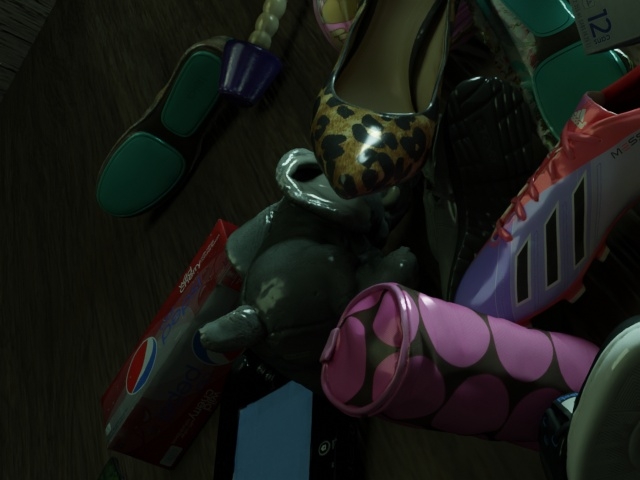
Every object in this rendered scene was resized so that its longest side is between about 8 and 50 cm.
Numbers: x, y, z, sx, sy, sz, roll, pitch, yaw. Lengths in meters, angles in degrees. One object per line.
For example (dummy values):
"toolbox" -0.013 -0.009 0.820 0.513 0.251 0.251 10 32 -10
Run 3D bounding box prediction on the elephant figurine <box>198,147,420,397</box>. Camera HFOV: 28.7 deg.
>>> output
"elephant figurine" 0.000 0.000 1.063 0.169 0.186 0.239 -24 51 15

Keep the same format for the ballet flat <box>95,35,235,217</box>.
"ballet flat" -0.194 -0.154 1.698 0.316 0.107 0.106 -46 10 30

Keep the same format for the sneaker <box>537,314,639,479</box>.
"sneaker" 0.154 0.104 0.681 0.121 0.079 0.217 -112 10 -54

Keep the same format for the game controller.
"game controller" -0.034 0.207 1.078 0.166 0.067 0.319 -41 34 40

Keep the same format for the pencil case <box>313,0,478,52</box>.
"pencil case" 0.153 -0.286 1.074 0.386 0.160 0.167 -36 6 45

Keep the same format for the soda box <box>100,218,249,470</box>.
"soda box" -0.133 0.113 1.334 0.263 0.083 0.092 -54 28 19

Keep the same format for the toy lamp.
"toy lamp" -0.054 -0.298 1.572 0.080 0.080 0.275 4 68 63

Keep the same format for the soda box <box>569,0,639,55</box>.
"soda box" 0.199 -0.279 0.853 0.091 0.098 0.286 -16 92 46

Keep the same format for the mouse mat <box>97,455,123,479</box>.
"mouse mat" -0.260 0.353 1.446 0.153 0.007 0.190 -60 25 9

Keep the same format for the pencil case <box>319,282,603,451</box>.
"pencil case" 0.096 0.086 0.777 0.098 0.209 0.095 17 87 54

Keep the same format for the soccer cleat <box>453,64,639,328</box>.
"soccer cleat" 0.171 -0.040 0.822 0.248 0.095 0.083 -42 28 8

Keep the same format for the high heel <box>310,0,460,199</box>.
"high heel" 0.054 -0.155 0.886 0.261 0.093 0.186 -65 -12 -54

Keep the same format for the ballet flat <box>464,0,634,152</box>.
"ballet flat" 0.181 -0.131 0.956 0.091 0.077 0.241 -20 60 0

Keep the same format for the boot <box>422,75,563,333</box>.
"boot" 0.121 0.006 0.964 0.161 0.083 0.247 122 147 -78
